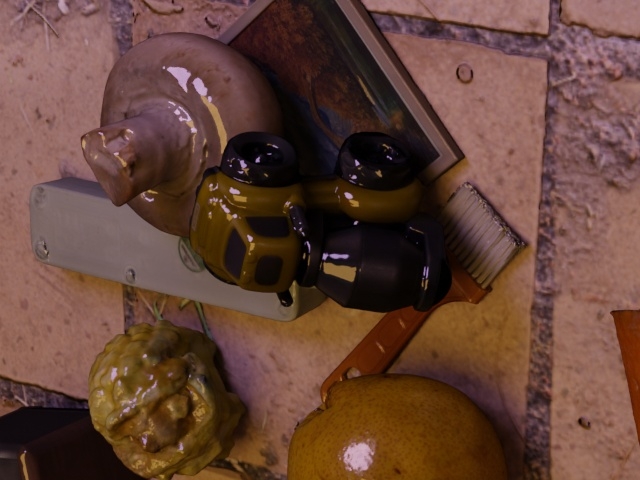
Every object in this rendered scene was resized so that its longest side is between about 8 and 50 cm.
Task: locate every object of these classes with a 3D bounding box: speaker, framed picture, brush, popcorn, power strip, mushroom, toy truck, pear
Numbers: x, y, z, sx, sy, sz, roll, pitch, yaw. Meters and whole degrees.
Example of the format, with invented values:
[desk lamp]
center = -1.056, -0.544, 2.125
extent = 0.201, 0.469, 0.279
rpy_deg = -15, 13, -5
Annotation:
[speaker]
center = -0.296, 0.308, 2.166
extent = 0.153, 0.192, 0.231
rpy_deg = -1, 102, 38
[framed picture]
center = 0.009, -0.134, 1.905
extent = 0.184, 0.016, 0.250
rpy_deg = -38, 81, 38
[brush]
center = 0.085, 0.074, 1.918
extent = 0.090, 0.017, 0.314
rpy_deg = 50, 128, 16
[popcorn]
center = -0.158, 0.167, 2.046
extent = 0.173, 0.173, 0.142
rpy_deg = 42, 109, 19
[power strip]
center = -0.143, 0.007, 2.037
extent = 0.385, 0.062, 0.091
rpy_deg = 12, 111, 35
[mushroom]
center = -0.143, -0.095, 1.897
extent = 0.204, 0.204, 0.204
rpy_deg = 12, 112, 34
[toy truck]
center = 0.000, 0.000, 1.807
extent = 0.165, 0.224, 0.147
rpy_deg = -112, 30, -50
[pear]
center = 0.067, 0.222, 1.862
extent = 0.209, 0.209, 0.209
rpy_deg = 12, 112, 34

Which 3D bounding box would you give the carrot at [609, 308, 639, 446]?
[carrot]
center = 0.371, 0.189, 1.626
extent = 0.193, 0.214, 0.331
rpy_deg = -9, 96, 57
